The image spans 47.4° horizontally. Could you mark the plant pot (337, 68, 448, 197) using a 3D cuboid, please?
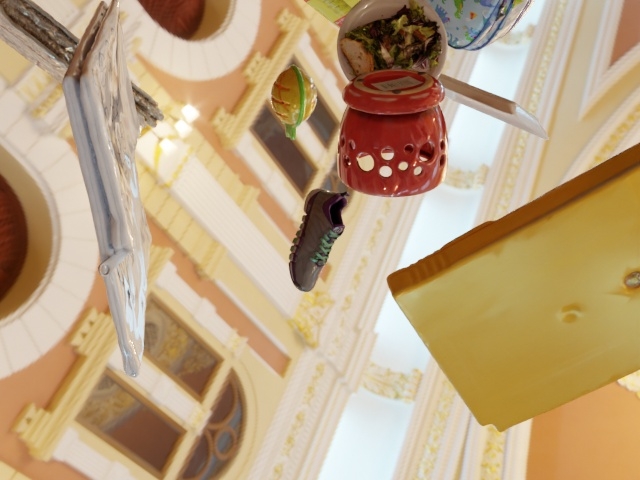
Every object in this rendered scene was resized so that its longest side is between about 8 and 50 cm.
[{"bbox_3d":[0.121,-0.189,1.231,0.191,0.174,0.191,-3,-151,1],"label":"plant pot"}]

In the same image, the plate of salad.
[{"bbox_3d":[0.129,-0.348,1.298,0.200,0.199,0.048,-38,-178,0],"label":"plate of salad"}]

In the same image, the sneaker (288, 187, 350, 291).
[{"bbox_3d":[0.000,0.000,1.516,0.098,0.083,0.223,6,-95,47],"label":"sneaker"}]

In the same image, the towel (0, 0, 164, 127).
[{"bbox_3d":[-0.351,-0.246,0.973,0.187,0.282,0.049,25,-99,40],"label":"towel"}]

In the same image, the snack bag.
[{"bbox_3d":[-0.218,-0.064,0.804,0.037,0.342,0.323,-6,-151,-8],"label":"snack bag"}]

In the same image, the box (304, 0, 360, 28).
[{"bbox_3d":[-0.005,-0.492,1.373,0.087,0.232,0.058,-21,-124,38],"label":"box"}]

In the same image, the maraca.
[{"bbox_3d":[-0.063,-0.309,1.634,0.099,0.185,0.127,-6,-119,-17],"label":"maraca"}]

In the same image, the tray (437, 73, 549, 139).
[{"bbox_3d":[0.312,-0.271,1.412,0.270,0.145,0.030,37,-77,45],"label":"tray"}]

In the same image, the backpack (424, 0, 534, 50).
[{"bbox_3d":[0.392,-0.632,1.759,0.290,0.355,0.273,42,-106,14],"label":"backpack"}]

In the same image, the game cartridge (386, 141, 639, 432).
[{"bbox_3d":[0.279,0.069,0.839,0.324,0.285,0.052,-28,-148,12],"label":"game cartridge"}]
